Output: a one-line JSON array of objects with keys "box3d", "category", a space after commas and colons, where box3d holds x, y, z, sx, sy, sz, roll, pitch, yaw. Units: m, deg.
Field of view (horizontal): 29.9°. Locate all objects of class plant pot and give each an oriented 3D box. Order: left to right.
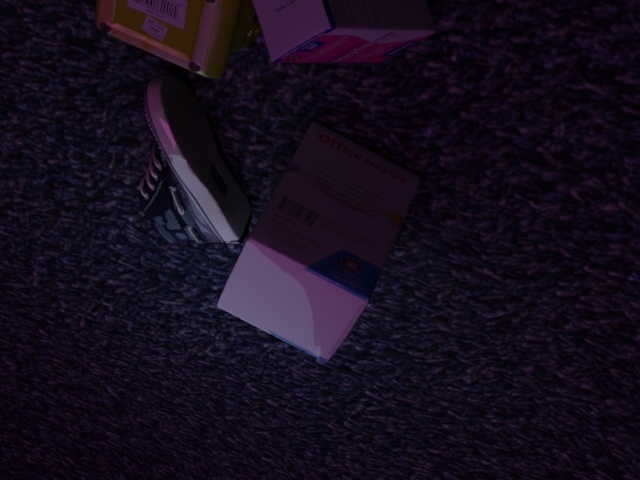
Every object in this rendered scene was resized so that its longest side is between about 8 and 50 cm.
[{"box3d": [-0.175, -0.367, 1.612, 0.228, 0.207, 0.227, 25, 140, 3], "category": "plant pot"}]

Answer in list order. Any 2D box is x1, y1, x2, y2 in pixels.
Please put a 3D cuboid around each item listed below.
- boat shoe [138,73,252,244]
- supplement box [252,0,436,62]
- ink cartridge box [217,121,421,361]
[{"box3d": [-0.248, -0.117, 1.966, 0.158, 0.127, 0.340, -7, 131, 23], "category": "boat shoe"}, {"box3d": [0.032, -0.301, 1.553, 0.111, 0.220, 0.114, -23, 82, 42], "category": "supplement box"}, {"box3d": [0.000, 0.000, 1.854, 0.198, 0.270, 0.197, 28, 141, -1], "category": "ink cartridge box"}]
